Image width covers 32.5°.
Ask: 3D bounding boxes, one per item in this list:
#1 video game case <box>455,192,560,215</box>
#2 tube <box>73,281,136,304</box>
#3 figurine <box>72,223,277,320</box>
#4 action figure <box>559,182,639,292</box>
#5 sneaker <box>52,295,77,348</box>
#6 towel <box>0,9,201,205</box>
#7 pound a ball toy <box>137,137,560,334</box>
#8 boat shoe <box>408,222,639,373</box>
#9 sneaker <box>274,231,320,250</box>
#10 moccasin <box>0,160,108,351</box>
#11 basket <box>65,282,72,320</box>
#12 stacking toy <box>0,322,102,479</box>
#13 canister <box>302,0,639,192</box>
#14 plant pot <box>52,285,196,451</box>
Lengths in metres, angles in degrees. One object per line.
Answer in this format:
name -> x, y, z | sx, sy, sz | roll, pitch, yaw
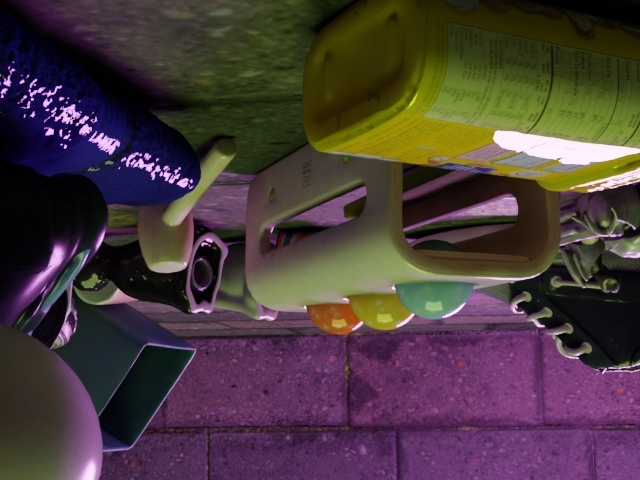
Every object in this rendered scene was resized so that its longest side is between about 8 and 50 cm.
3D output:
video game case -> 0.149, -0.035, 1.007 | 0.122, 0.011, 0.087 | 0, 172, -4
tube -> -0.256, 0.057, 1.447 | 0.070, 0.062, 0.240 | 42, -179, 7
figurine -> -0.172, 0.033, 1.234 | 0.209, 0.092, 0.215 | 4, 175, 29
action figure -> 0.322, -0.001, 0.974 | 0.285, 0.099, 0.185 | 11, 171, -40
sneaker -> -0.416, 0.083, 1.151 | 0.343, 0.146, 0.134 | 11, 149, -40
towel -> -0.220, -0.068, 0.590 | 0.228, 0.076, 0.308 | -10, 169, 12
pound a ball toy -> 0.000, 0.000, 0.814 | 0.208, 0.135, 0.319 | 3, 170, -23
boat shoe -> 0.253, 0.065, 1.183 | 0.341, 0.158, 0.127 | -4, 171, 22
sneaker -> 0.011, 0.024, 1.231 | 0.075, 0.057, 0.161 | 2, 170, 24
moccasin -> -0.203, 0.049, 0.652 | 0.117, 0.137, 0.342 | -9, 172, -27
basket -> -0.290, 0.023, 1.029 | 0.103, 0.113, 0.167 | 7, 170, -19
stacking toy -> -0.276, 0.058, 0.354 | 0.351, 0.350, 0.480 | -7, 165, 37
canister -> 0.091, -0.073, 0.545 | 0.170, 0.073, 0.126 | 5, 170, -27
plant pot -> -0.323, 0.140, 1.441 | 0.234, 0.165, 0.166 | 35, -177, 18
